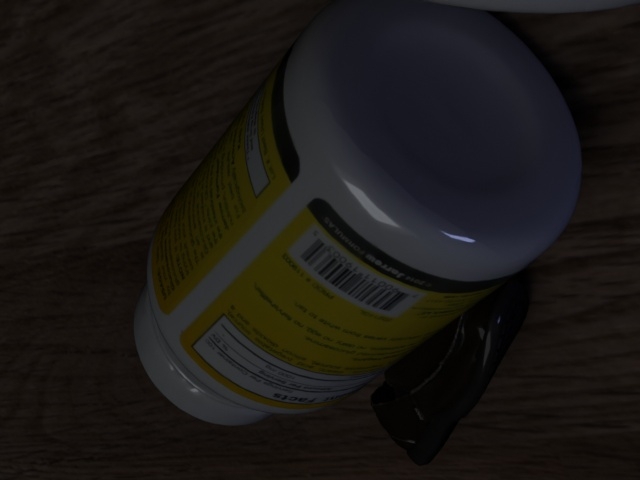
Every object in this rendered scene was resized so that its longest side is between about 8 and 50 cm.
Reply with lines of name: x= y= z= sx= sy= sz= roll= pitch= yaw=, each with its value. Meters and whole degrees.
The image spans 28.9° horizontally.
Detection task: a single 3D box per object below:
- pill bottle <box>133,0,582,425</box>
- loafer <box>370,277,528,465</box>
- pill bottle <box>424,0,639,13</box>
pill bottle: x=0.000 y=0.000 z=0.812 sx=0.188 sy=0.188 sz=0.334 roll=42 pitch=140 yaw=-4
loafer: x=0.083 y=0.093 z=0.919 sx=0.078 sy=0.080 sz=0.220 roll=32 pitch=140 yaw=8
pill bottle: x=0.081 y=-0.285 z=0.441 sx=0.210 sy=0.210 sz=0.363 roll=20 pitch=125 yaw=21
